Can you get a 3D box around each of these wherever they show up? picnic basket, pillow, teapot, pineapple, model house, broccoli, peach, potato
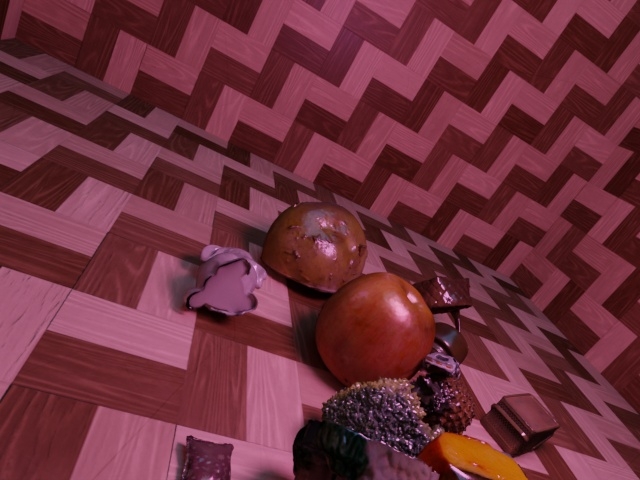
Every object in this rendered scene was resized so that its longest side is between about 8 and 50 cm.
[{"bbox_3d":[0.517,0.337,1.970,0.293,0.337,0.337,5,31,-32],"label":"picnic basket"},{"bbox_3d":[-0.226,0.475,0.885,0.118,0.043,0.185,25,21,-22],"label":"pillow"},{"bbox_3d":[0.465,0.453,1.740,0.175,0.185,0.267,-32,92,-31],"label":"teapot"},{"bbox_3d":[0.739,0.673,1.628,0.267,0.139,0.165,12,28,-41],"label":"picnic basket"},{"bbox_3d":[0.352,0.478,1.328,0.202,0.202,0.362,47,-2,36],"label":"pineapple"},{"bbox_3d":[0.040,0.517,0.812,0.243,0.298,0.284,24,59,-4],"label":"model house"},{"bbox_3d":[0.182,0.483,1.141,0.375,0.249,0.302,24,24,-3],"label":"broccoli"},{"bbox_3d":[0.303,0.593,0.936,0.306,0.380,0.242,-5,10,-10],"label":"peach"},{"bbox_3d":[0.000,0.000,1.832,0.442,0.319,0.385,5,20,-40],"label":"potato"}]

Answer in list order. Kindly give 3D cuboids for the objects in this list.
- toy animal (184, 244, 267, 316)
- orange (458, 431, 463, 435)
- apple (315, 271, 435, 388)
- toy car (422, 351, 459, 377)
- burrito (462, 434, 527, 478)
[{"bbox_3d":[-0.310,0.111,1.453,0.258,0.193,0.357,-1,14,-15],"label":"toy animal"},{"bbox_3d":[0.450,0.614,1.477,0.086,0.062,0.086,26,18,-9],"label":"orange"},{"bbox_3d":[0.188,0.292,1.456,0.391,0.346,0.391,33,18,-12],"label":"apple"},{"bbox_3d":[0.378,0.379,1.368,0.095,0.056,0.205,16,-4,25],"label":"toy car"},{"bbox_3d":[0.516,0.689,1.366,0.229,0.089,0.144,27,7,-13],"label":"burrito"}]
